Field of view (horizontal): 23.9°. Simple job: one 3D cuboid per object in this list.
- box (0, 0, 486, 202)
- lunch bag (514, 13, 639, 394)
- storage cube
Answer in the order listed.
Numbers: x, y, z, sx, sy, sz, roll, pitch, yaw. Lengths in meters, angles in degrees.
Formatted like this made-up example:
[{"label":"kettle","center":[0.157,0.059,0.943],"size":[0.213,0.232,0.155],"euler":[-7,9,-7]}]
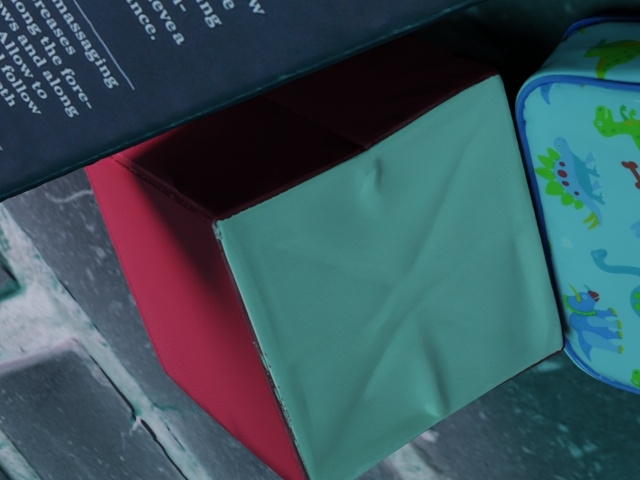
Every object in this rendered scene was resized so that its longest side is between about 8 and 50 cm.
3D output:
[{"label":"box","center":[-0.026,-0.210,0.676],"size":[0.395,0.293,0.212],"euler":[-16,113,45]},{"label":"lunch bag","center":[0.199,-0.014,0.817],"size":[0.176,0.090,0.219],"euler":[8,129,34]},{"label":"storage cube","center":[0.000,0.000,0.870],"size":[0.193,0.183,0.215],"euler":[30,144,55]}]
